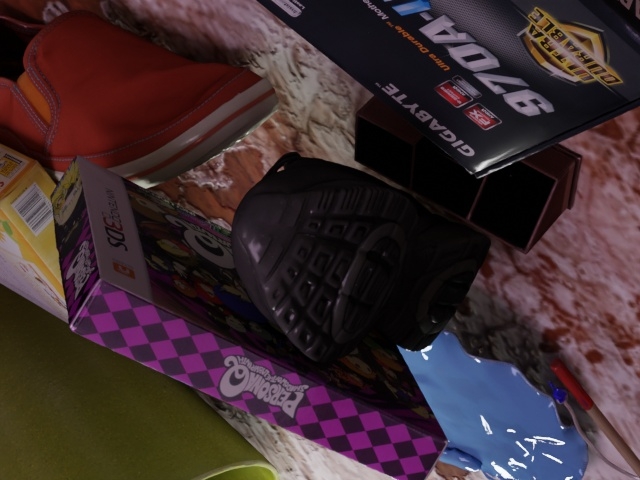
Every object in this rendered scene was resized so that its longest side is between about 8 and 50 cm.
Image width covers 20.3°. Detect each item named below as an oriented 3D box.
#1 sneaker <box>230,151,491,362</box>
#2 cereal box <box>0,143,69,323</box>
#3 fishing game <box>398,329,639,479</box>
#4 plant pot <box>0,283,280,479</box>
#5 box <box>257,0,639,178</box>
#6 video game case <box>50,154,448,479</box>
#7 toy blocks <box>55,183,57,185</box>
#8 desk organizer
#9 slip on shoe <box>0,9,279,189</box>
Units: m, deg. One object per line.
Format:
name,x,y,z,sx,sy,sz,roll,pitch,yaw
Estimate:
sneaker,0.000,0.000,1.067,0.130,0.109,0.286,34,-176,21
cereal box,-0.247,-0.022,1.327,0.240,0.047,0.173,26,157,43
fishing game,0.108,0.112,1.245,0.264,0.041,0.189,1,140,49
plant pot,-0.232,0.174,1.532,0.293,0.274,0.275,49,151,22
box,0.066,-0.137,0.937,0.220,0.051,0.175,37,147,-21
video game case,-0.050,0.045,1.085,0.232,0.042,0.210,27,-166,-19
toy blocks,-0.257,-0.040,1.473,0.148,0.054,0.123,47,147,-5
desk organizer,0.086,-0.049,1.078,0.130,0.050,0.047,30,146,22
slip on shoe,-0.159,-0.104,1.238,0.331,0.123,0.101,12,132,48
